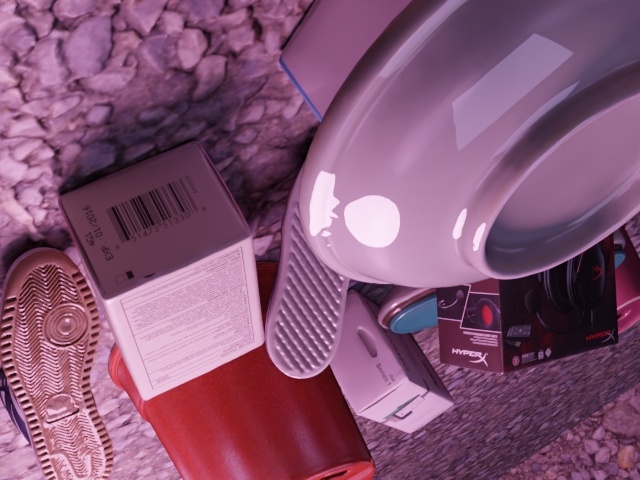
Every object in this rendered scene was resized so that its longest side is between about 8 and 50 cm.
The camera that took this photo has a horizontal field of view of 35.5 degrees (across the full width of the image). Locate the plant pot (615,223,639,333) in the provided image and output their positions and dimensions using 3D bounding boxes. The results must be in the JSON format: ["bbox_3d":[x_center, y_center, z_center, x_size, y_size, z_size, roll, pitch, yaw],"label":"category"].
[{"bbox_3d":[0.411,0.052,1.542,0.201,0.180,0.201,-23,151,-14],"label":"plant pot"}]

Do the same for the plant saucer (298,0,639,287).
[{"bbox_3d":[0.178,-0.074,0.755,0.400,0.101,0.400,-25,151,-15],"label":"plant saucer"}]

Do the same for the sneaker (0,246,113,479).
[{"bbox_3d":[-0.292,0.118,1.048,0.099,0.153,0.282,-15,118,-24],"label":"sneaker"}]

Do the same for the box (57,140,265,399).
[{"bbox_3d":[-0.151,0.036,0.999,0.148,0.127,0.232,-24,152,-14],"label":"box"}]

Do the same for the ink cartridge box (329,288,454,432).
[{"bbox_3d":[0.089,0.179,1.446,0.092,0.160,0.219,-37,151,10],"label":"ink cartridge box"}]

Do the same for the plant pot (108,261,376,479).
[{"bbox_3d":[-0.080,0.213,1.214,0.272,0.265,0.272,-25,152,-14],"label":"plant pot"}]

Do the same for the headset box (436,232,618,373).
[{"bbox_3d":[0.248,-0.005,1.213,0.218,0.293,0.110,-7,-175,-37],"label":"headset box"}]

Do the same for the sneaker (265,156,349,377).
[{"bbox_3d":[-0.001,0.000,1.096,0.161,0.102,0.282,-125,-125,-86],"label":"sneaker"}]

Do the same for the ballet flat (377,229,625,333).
[{"bbox_3d":[0.235,0.023,1.374,0.400,0.139,0.139,-14,148,-23],"label":"ballet flat"}]

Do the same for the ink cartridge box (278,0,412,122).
[{"bbox_3d":[0.150,-0.158,0.909,0.270,0.198,0.197,-1,139,-46],"label":"ink cartridge box"}]
